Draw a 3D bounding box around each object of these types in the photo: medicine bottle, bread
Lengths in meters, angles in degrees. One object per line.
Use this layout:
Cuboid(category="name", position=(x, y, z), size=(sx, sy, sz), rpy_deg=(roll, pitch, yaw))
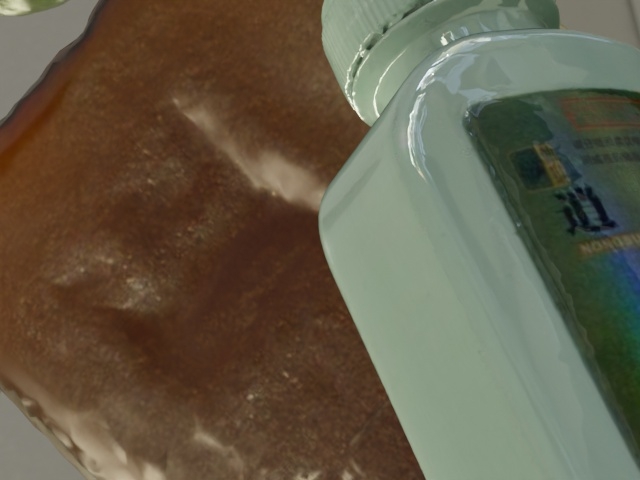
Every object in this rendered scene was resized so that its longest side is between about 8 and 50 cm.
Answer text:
Cuboid(category="medicine bottle", position=(0.069, 0.015, 0.462), size=(0.121, 0.083, 0.229), rpy_deg=(-2, -127, -35))
Cuboid(category="bread", position=(0.000, 0.000, 0.885), size=(0.333, 0.323, 0.143), rpy_deg=(43, -167, 14))

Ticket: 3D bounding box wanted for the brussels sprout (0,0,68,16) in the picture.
Cuboid(category="brussels sprout", position=(-0.281, -0.323, 1.508), size=(0.210, 0.271, 0.219), rpy_deg=(-38, -46, -28))
